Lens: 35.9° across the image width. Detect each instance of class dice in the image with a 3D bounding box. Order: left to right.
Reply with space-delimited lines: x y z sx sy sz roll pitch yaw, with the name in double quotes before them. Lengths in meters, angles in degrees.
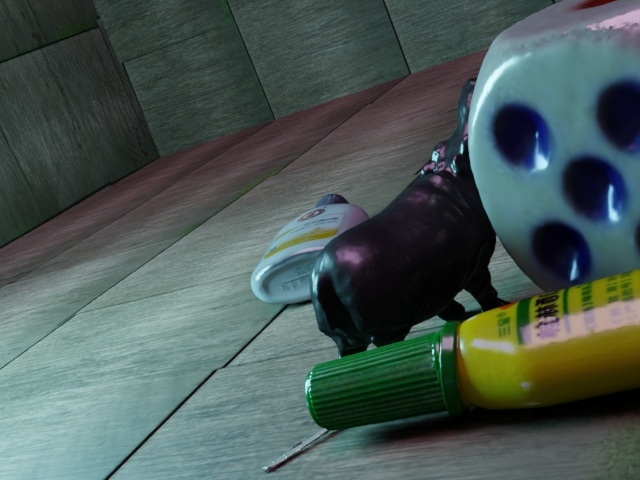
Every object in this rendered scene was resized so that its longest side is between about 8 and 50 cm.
"dice" 0.299 -0.093 0.819 0.259 0.251 0.243 -32 18 -35

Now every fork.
"fork" 0.001 0.160 0.819 0.115 0.012 0.016 -32 12 -20

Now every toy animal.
"toy animal" 0.115 -0.006 0.926 0.106 0.168 0.343 -9 33 49

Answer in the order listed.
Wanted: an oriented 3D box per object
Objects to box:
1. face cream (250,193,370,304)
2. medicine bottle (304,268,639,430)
"face cream" 0.000 0.000 1.306 0.143 0.071 0.291 -18 13 16
"medicine bottle" 0.133 0.090 0.741 0.308 0.076 0.111 -18 13 22
